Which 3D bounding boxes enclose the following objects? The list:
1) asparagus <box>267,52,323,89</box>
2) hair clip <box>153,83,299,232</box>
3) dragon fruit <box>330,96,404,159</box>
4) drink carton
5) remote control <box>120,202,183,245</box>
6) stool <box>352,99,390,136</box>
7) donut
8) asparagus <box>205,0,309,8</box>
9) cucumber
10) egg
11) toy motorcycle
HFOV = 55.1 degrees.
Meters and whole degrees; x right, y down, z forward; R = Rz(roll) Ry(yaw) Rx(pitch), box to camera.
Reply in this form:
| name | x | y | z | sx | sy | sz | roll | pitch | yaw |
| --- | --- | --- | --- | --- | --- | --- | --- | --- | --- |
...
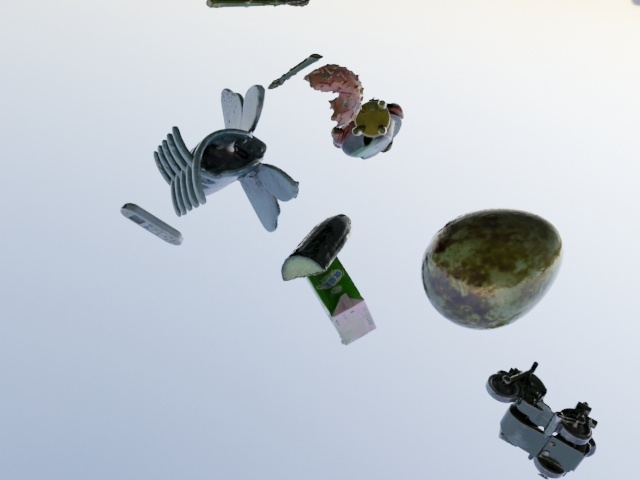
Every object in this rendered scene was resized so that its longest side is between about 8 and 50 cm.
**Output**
| name | x | y | z | sx | sy | sz | roll | pitch | yaw |
| --- | --- | --- | --- | --- | --- | --- | --- | --- | --- |
| asparagus | -0.073 | -0.485 | 1.755 | 0.236 | 0.027 | 0.034 | -18 | -157 | 46 |
| hair clip | -0.234 | -0.181 | 1.450 | 0.238 | 0.392 | 0.318 | -19 | -175 | -24 |
| dragon fruit | 0.170 | -0.390 | 2.215 | 0.268 | 0.295 | 0.130 | -6 | -109 | -47 |
| drink carton | 0.037 | 0.138 | 1.693 | 0.108 | 0.161 | 0.271 | -29 | -132 | -3 |
| remote control | -0.581 | -0.057 | 2.134 | 0.244 | 0.047 | 0.087 | 36 | 154 | -30 |
| stool | 0.153 | -0.371 | 1.867 | 0.135 | 0.134 | 0.110 | 45 | -165 | 2 |
| donut | 0.049 | -0.352 | 1.460 | 0.166 | 0.117 | 0.065 | 41 | -153 | -38 |
| asparagus | -0.131 | -0.518 | 1.336 | 0.249 | 0.024 | 0.025 | -14 | -111 | -31 |
| cucumber | 0.000 | 0.000 | 1.469 | 0.115 | 0.063 | 0.244 | -9 | -154 | 34 |
| egg | 0.339 | 0.049 | 1.224 | 0.238 | 0.289 | 0.238 | 35 | -147 | -27 |
| toy motorcycle | 0.493 | 0.412 | 1.394 | 0.275 | 0.205 | 0.127 | 29 | -141 | 20 |
